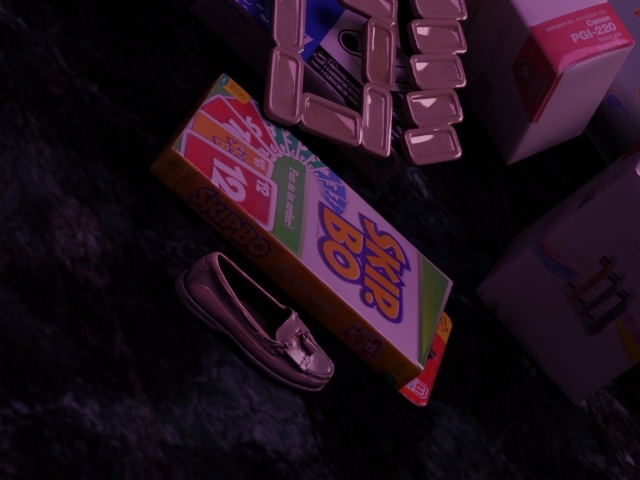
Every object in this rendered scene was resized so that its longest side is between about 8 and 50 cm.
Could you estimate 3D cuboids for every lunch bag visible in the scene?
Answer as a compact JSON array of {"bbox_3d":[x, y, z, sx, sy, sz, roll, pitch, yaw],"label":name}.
[{"bbox_3d":[0.323,-0.155,1.678,0.223,0.160,0.262,55,-1,12],"label":"lunch bag"}]

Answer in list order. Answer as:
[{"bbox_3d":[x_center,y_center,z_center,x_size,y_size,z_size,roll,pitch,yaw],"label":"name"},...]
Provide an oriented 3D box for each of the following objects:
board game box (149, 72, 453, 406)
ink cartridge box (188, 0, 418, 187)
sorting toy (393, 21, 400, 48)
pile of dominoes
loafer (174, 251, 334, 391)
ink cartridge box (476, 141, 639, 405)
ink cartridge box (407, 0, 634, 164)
[{"bbox_3d":[0.000,0.000,1.232,0.259,0.039,0.124,44,32,-12],"label":"board game box"},{"bbox_3d":[0.002,-0.148,1.362,0.207,0.046,0.097,42,46,-10],"label":"ink cartridge box"},{"bbox_3d":[-0.020,-0.314,1.498,0.257,0.089,0.255,30,36,-27],"label":"sorting toy"},{"bbox_3d":[0.033,-0.174,1.357,0.196,0.040,0.251,20,62,-34],"label":"pile of dominoes"},{"bbox_3d":[-0.036,0.054,1.117,0.125,0.039,0.045,36,32,-19],"label":"loafer"},{"bbox_3d":[0.239,0.018,1.369,0.127,0.176,0.128,50,32,-3],"label":"ink cartridge box"},{"bbox_3d":[0.168,-0.205,1.531,0.092,0.158,0.218,-22,69,-22],"label":"ink cartridge box"}]
